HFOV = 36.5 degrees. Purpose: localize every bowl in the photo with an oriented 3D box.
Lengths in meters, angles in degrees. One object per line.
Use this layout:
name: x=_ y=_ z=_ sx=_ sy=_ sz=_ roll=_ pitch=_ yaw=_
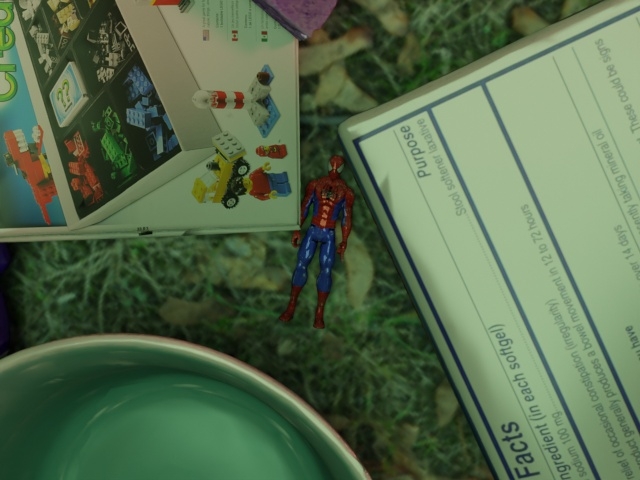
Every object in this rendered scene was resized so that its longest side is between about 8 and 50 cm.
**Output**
bowl: x=-0.099 y=0.197 z=0.605 sx=0.312 sy=0.163 sz=0.311 roll=0 pitch=95 yaw=4

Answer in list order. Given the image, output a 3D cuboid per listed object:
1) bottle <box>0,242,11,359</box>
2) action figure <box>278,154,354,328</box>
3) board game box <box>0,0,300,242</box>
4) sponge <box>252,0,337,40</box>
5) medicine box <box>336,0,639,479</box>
bottle: x=-0.268 y=0.069 z=0.640 sx=0.118 sy=0.092 sz=0.282 roll=15 pitch=97 yaw=-1
action figure: x=0.000 y=0.000 z=0.645 sx=0.038 sy=0.030 sz=0.115 roll=12 pitch=94 yaw=7
board game box: x=-0.111 y=-0.155 z=0.593 sx=0.193 sy=0.053 sz=0.305 roll=-2 pitch=96 yaw=-16
sponge: x=0.004 y=-0.238 z=0.578 sx=0.117 sy=0.031 sz=0.210 roll=35 pitch=84 yaw=-19
medicine box: x=0.193 y=-0.007 z=0.567 sx=0.289 sy=0.149 sz=0.263 roll=-25 pitch=94 yaw=7
